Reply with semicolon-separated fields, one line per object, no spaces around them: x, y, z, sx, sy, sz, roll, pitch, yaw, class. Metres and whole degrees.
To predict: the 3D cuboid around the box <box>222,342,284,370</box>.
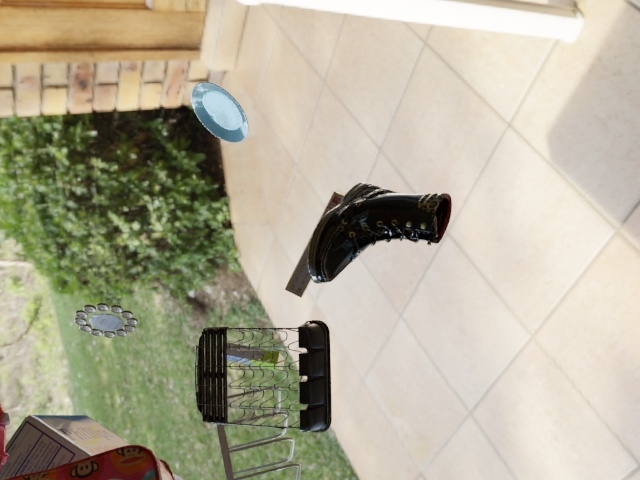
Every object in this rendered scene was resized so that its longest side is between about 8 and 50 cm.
-0.201;0.338;1.939;0.109;0.178;0.042;75;-154;-68;box

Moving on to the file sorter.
-0.147;0.513;1.586;0.193;0.173;0.278;96;159;-55;file sorter

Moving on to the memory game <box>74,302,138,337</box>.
-0.635;0.238;1.976;0.186;0.186;0.012;118;156;-46;memory game

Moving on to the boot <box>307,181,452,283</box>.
0.099;-0.013;1.093;0.178;0.236;0.085;7;132;31;boot

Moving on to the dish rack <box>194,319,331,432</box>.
-0.116;0.257;1.267;0.271;0.074;0.208;-4;82;25;dish rack

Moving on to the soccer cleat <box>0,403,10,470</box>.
-0.411;0.163;0.720;0.095;0.083;0.248;-5;104;20;soccer cleat

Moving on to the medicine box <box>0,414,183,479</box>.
-0.461;0.487;1.346;0.289;0.149;0.263;29;170;11;medicine box

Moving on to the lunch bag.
-0.353;0.461;0.982;0.120;0.293;0.258;81;175;-59;lunch bag

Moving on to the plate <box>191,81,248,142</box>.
-0.262;-0.341;1.762;0.188;0.024;0.188;26;146;20;plate

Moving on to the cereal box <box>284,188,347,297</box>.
0.000;0.000;1.491;0.240;0.047;0.173;-64;-1;7;cereal box
